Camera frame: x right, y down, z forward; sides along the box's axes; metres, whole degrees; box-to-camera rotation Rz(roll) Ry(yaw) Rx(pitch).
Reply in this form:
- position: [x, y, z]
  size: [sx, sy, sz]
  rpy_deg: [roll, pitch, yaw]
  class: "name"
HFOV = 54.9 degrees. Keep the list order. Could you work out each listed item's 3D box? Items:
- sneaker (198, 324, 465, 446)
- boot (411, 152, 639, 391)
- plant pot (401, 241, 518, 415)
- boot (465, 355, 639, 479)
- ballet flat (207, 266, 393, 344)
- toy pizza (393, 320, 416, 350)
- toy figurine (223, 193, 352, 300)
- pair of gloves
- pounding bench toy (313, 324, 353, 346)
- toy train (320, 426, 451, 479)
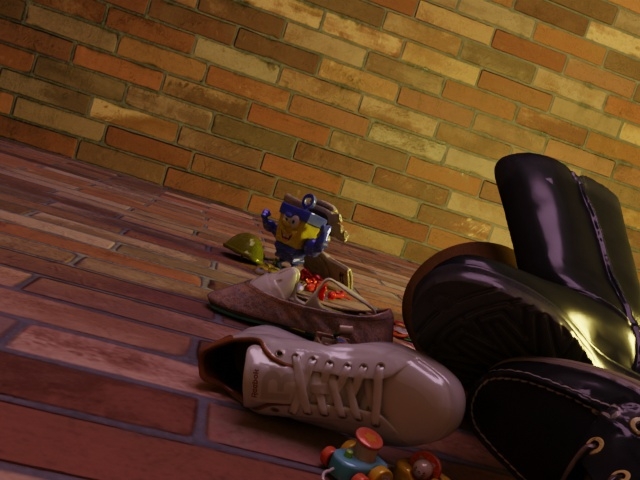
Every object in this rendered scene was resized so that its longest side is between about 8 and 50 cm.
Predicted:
- position: [-0.005, 0.154, 0.630]
  size: [0.290, 0.105, 0.123]
  rpy_deg: [4, 2, 33]
  class: "sneaker"
- position: [0.282, 0.011, 0.809]
  size: [0.367, 0.146, 0.445]
  rpy_deg: [35, 41, -18]
  class: "boot"
- position: [0.249, 0.160, 0.917]
  size: [0.237, 0.237, 0.254]
  rpy_deg: [17, 23, -4]
  class: "plant pot"
- position: [0.202, 0.208, 0.429]
  size: [0.284, 0.138, 0.377]
  rpy_deg: [3, 22, -42]
  class: "boot"
- position: [-0.026, 0.104, 1.024]
  size: [0.316, 0.106, 0.107]
  rpy_deg: [17, 6, -1]
  class: "ballet flat"
- position: [0.200, 0.195, 1.212]
  size: [0.201, 0.032, 0.201]
  rpy_deg: [18, 5, -2]
  class: "toy pizza"
- position: [-0.059, -0.013, 1.499]
  size: [0.191, 0.217, 0.363]
  rpy_deg: [12, 8, -45]
  class: "toy figurine"
- position: [0.000, 0.000, 1.552]
  size: [0.204, 0.240, 0.042]
  rpy_deg: [18, 39, 41]
  class: "pair of gloves"
- position: [0.020, 0.148, 0.852]
  size: [0.052, 0.083, 0.065]
  rpy_deg: [16, 6, -14]
  class: "pounding bench toy"
- position: [0.079, 0.217, 0.550]
  size: [0.166, 0.046, 0.125]
  rpy_deg: [18, 5, 2]
  class: "toy train"
